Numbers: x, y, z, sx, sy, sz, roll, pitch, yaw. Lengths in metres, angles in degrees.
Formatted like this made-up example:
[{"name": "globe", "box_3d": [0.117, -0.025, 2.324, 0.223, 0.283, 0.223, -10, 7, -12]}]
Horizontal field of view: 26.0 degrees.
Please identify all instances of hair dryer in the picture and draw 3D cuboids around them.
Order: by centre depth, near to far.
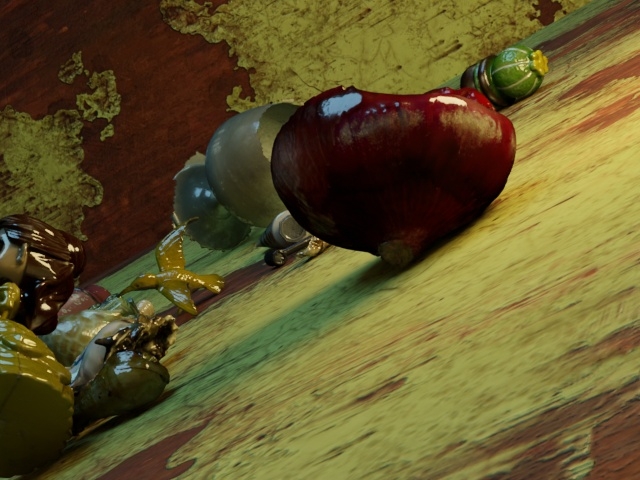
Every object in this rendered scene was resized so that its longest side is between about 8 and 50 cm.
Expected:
[{"name": "hair dryer", "box_3d": [-0.042, 0.015, 2.093, 0.083, 0.026, 0.047, -25, 7, -18]}]

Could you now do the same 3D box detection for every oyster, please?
[{"name": "oyster", "box_3d": [-0.291, 0.173, 1.739, 0.223, 0.083, 0.214, -32, 5, 13]}, {"name": "oyster", "box_3d": [0.002, -0.002, 1.975, 0.093, 0.034, 0.051, -48, -1, -33]}]

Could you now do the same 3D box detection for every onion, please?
[{"name": "onion", "box_3d": [0.086, -0.056, 1.519, 0.272, 0.195, 0.272, -3, -18, -1]}]

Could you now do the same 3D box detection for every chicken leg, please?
[{"name": "chicken leg", "box_3d": [-0.242, 0.179, 1.597, 0.178, 0.070, 0.093, -38, 2, 31]}]

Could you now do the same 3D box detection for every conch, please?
[{"name": "conch", "box_3d": [-0.354, 0.160, 2.043, 0.172, 0.106, 0.116, -13, -20, -11]}]

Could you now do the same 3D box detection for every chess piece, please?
[{"name": "chess piece", "box_3d": [-0.319, 0.137, 2.351, 0.035, 0.035, 0.092, -26, 12, 34]}]

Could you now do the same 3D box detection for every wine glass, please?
[{"name": "wine glass", "box_3d": [-0.130, -0.123, 2.622, 0.323, 0.238, 0.238, -28, 6, 46]}]

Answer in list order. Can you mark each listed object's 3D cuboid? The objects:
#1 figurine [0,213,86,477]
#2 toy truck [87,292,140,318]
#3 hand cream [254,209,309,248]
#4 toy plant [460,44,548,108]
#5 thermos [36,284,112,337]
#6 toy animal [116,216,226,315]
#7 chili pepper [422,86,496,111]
[{"name": "figurine", "box_3d": [-0.365, 0.096, 1.620, 0.168, 0.187, 0.315, -3, 45, -4]}, {"name": "toy truck", "box_3d": [-0.367, 0.156, 2.242, 0.169, 0.077, 0.100, -28, 20, -9]}, {"name": "hand cream", "box_3d": [-0.057, -0.016, 2.248, 0.095, 0.059, 0.276, -29, 2, -7]}, {"name": "toy plant", "box_3d": [0.320, -0.281, 2.382, 0.162, 0.093, 0.093, -23, 10, 45]}, {"name": "thermos", "box_3d": [-0.460, 0.153, 2.484, 0.136, 0.110, 0.330, -27, 6, 26]}, {"name": "toy animal", "box_3d": [-0.234, 0.078, 2.170, 0.155, 0.095, 0.219, -29, 38, 11]}, {"name": "chili pepper", "box_3d": [0.189, -0.191, 2.286, 0.110, 0.110, 0.387, -33, 11, -23]}]
